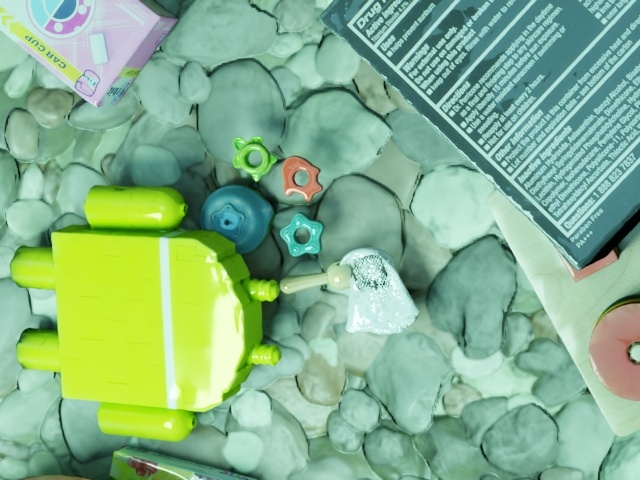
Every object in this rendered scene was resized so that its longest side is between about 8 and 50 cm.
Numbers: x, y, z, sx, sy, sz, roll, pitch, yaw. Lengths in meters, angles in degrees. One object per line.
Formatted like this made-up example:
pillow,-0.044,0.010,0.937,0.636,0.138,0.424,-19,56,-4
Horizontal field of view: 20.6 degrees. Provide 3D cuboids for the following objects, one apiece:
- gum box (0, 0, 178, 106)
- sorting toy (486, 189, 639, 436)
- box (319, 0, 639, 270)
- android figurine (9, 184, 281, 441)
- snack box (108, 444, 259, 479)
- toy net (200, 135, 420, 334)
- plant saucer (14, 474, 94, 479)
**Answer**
gum box,-0.245,-0.226,1.675,0.188,0.062,0.107,39,101,7
sorting toy,0.314,0.012,1.556,0.257,0.089,0.255,-29,88,13
box,0.217,-0.185,1.429,0.294,0.183,0.296,45,103,9
android figurine,-0.165,0.071,1.667,0.273,0.056,0.248,1,101,22
snack box,-0.139,0.265,1.706,0.141,0.037,0.100,13,99,12
toy net,0.000,0.000,1.652,0.232,0.045,0.122,31,99,7
plant saucer,-0.226,0.372,1.690,0.332,0.084,0.332,5,108,16
